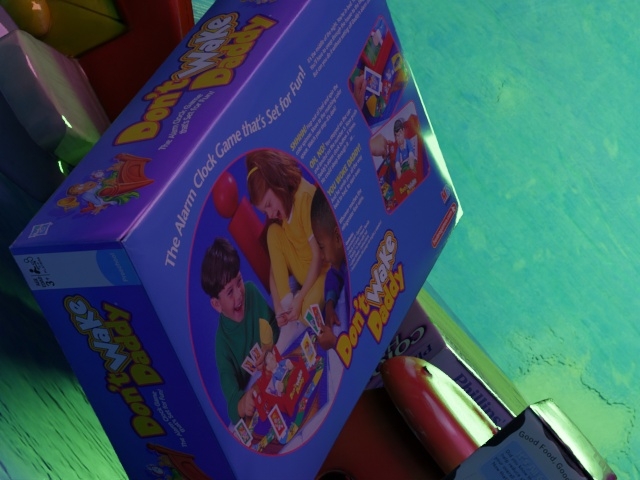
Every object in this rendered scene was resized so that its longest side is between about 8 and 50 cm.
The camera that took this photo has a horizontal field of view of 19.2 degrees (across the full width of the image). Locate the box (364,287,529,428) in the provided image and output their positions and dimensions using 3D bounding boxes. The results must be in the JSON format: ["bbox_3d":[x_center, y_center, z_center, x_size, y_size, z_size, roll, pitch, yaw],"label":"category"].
[{"bbox_3d":[0.103,0.150,1.686,0.213,0.117,0.243,46,5,-24],"label":"box"}]

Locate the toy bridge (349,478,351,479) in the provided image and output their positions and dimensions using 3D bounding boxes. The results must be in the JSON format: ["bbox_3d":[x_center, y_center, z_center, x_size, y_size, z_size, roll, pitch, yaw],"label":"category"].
[{"bbox_3d":[0.002,0.177,1.691,0.188,0.026,0.063,50,6,11],"label":"toy bridge"}]

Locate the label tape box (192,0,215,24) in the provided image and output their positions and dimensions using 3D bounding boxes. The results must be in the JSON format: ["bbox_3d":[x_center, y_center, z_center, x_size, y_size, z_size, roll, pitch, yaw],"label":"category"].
[{"bbox_3d":[-0.121,-0.141,1.987,0.240,0.106,0.333,8,34,-52],"label":"label tape box"}]

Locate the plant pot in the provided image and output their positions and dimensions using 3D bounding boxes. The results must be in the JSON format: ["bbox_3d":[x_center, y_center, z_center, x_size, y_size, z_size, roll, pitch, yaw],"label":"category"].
[{"bbox_3d":[0.052,0.190,1.333,0.191,0.174,0.191,47,9,-10],"label":"plant pot"}]

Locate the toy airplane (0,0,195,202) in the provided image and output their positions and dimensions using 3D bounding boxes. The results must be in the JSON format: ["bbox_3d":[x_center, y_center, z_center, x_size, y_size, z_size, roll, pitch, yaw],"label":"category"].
[{"bbox_3d":[-0.171,-0.095,1.314,0.386,0.272,0.384,82,2,-45],"label":"toy airplane"}]

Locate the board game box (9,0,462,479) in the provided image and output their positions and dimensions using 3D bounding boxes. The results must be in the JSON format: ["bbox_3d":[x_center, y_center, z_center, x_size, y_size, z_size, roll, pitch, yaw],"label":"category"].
[{"bbox_3d":[-0.033,-0.008,1.186,0.347,0.078,0.233,-57,134,-45],"label":"board game box"}]

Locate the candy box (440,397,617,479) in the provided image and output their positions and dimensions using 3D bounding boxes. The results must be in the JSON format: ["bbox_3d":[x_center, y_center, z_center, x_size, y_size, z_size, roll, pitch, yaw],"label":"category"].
[{"bbox_3d":[0.065,0.194,1.123,0.071,0.233,0.159,50,7,9],"label":"candy box"}]
